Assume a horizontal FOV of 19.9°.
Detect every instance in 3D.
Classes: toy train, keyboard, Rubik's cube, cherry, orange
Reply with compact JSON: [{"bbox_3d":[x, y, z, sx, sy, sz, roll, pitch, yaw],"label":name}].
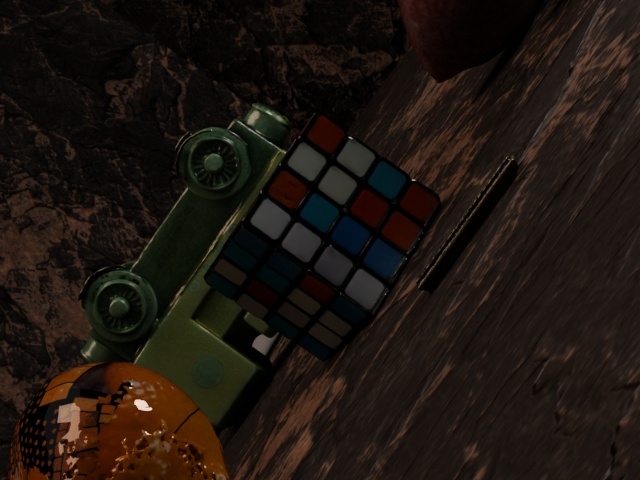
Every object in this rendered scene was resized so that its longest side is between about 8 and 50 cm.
[{"bbox_3d":[-0.121,0.033,2.272,0.397,0.253,0.160,-55,-3,3],"label":"toy train"},{"bbox_3d":[0.118,-0.015,1.467,0.129,0.015,0.049,-55,3,9],"label":"keyboard"},{"bbox_3d":[0.000,0.000,1.782,0.155,0.154,0.151,-57,3,-30],"label":"Rubik's cube"},{"bbox_3d":[0.174,-0.302,2.119,0.192,0.175,0.250,0,-70,-66],"label":"cherry"},{"bbox_3d":[-0.168,0.213,1.518,0.182,0.234,0.234,-12,-10,-16],"label":"orange"}]

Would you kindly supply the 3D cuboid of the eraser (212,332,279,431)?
[{"bbox_3d":[-0.148,0.135,2.587,0.331,0.150,0.331,-58,4,6],"label":"eraser"}]
